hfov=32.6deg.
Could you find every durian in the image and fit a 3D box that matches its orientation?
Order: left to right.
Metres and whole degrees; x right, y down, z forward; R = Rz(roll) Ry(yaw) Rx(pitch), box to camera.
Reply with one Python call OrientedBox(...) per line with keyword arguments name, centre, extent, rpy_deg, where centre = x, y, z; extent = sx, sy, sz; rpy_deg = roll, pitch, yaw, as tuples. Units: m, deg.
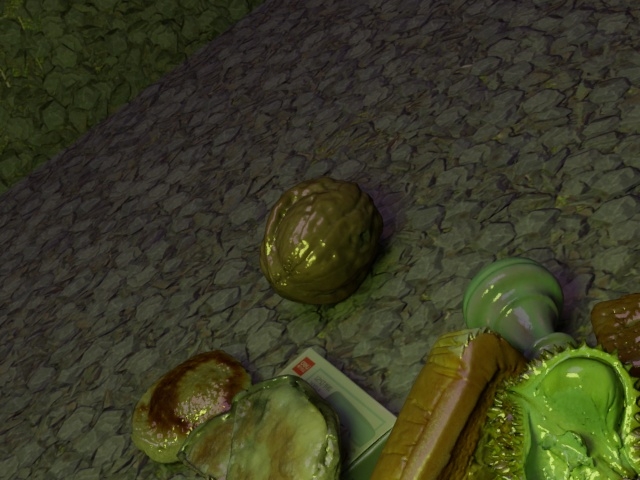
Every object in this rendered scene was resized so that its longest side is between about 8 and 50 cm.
OrientedBox(name="durian", centre=(0.281, 0.241, 1.183), extent=(0.200, 0.176, 0.237), rpy_deg=(-15, 59, 11))

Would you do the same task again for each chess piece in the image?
OrientedBox(name="chess piece", centre=(0.286, 0.140, 1.395), extent=(0.139, 0.139, 0.272), rpy_deg=(-30, 32, 3))

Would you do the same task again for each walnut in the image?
OrientedBox(name="walnut", centre=(0.000, 0.000, 1.801), extent=(0.198, 0.198, 0.245), rpy_deg=(3, 41, 44))

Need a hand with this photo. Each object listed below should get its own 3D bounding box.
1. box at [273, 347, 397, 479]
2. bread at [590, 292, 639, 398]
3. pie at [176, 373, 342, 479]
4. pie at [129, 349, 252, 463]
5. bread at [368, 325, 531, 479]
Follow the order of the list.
OrientedBox(name="box", centre=(0.011, 0.261, 1.518), extent=(0.135, 0.079, 0.269), rpy_deg=(-39, 32, -12))
OrientedBox(name="bread", centre=(0.512, 0.103, 1.282), extent=(0.380, 0.109, 0.185), rpy_deg=(-16, 26, 21))
OrientedBox(name="pie", centre=(-0.087, 0.331, 1.424), extent=(0.337, 0.075, 0.338), rpy_deg=(-27, 46, 32))
OrientedBox(name="pie", centre=(-0.198, 0.258, 1.702), extent=(0.205, 0.084, 0.179), rpy_deg=(-17, 33, 17))
OrientedBox(name="bread", centre=(0.150, 0.249, 1.293), extent=(0.119, 0.152, 0.288), rpy_deg=(4, 62, 57))
